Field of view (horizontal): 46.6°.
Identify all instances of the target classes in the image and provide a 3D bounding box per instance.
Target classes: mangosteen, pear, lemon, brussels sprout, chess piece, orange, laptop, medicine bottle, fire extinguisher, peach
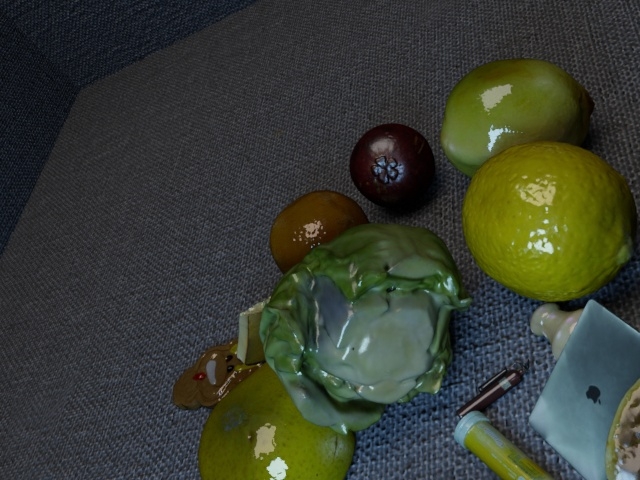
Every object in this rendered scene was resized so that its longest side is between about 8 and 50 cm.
[{"bbox_3d":[0.191,-0.196,1.896,0.215,0.215,0.257,-21,7,22],"label":"mangosteen"},{"bbox_3d":[-0.113,0.405,1.551,0.340,0.191,0.387,-14,46,28],"label":"pear"},{"bbox_3d":[0.438,-0.040,1.444,0.336,0.336,0.336,-22,42,21],"label":"lemon"},{"bbox_3d":[0.084,0.153,1.526,0.425,0.343,0.361,-28,16,-6],"label":"brussels sprout"},{"bbox_3d":[0.500,0.191,1.332,0.124,0.139,0.307,-13,27,-24],"label":"chess piece"},{"bbox_3d":[0.000,0.000,1.807,0.264,0.264,0.264,-22,42,21],"label":"orange"},{"bbox_3d":[0.465,0.258,1.253,0.187,0.015,0.269,47,123,52],"label":"laptop"},{"bbox_3d":[0.332,0.392,1.306,0.074,0.074,0.218,-45,41,-6],"label":"medicine bottle"},{"bbox_3d":[0.335,0.287,1.437,0.173,0.035,0.049,-37,1,3],"label":"fire extinguisher"},{"bbox_3d":[0.436,-0.275,1.694,0.315,0.282,0.314,14,57,36],"label":"peach"}]

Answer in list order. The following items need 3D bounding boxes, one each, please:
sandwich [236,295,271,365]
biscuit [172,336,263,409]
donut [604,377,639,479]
[{"bbox_3d":[-0.095,0.190,1.701,0.193,0.163,0.058,-9,25,-35],"label":"sandwich"},{"bbox_3d":[-0.245,0.329,1.847,0.295,0.044,0.186,-31,38,11],"label":"biscuit"},{"bbox_3d":[0.580,0.313,1.063,0.329,0.160,0.330,-7,71,22],"label":"donut"}]
